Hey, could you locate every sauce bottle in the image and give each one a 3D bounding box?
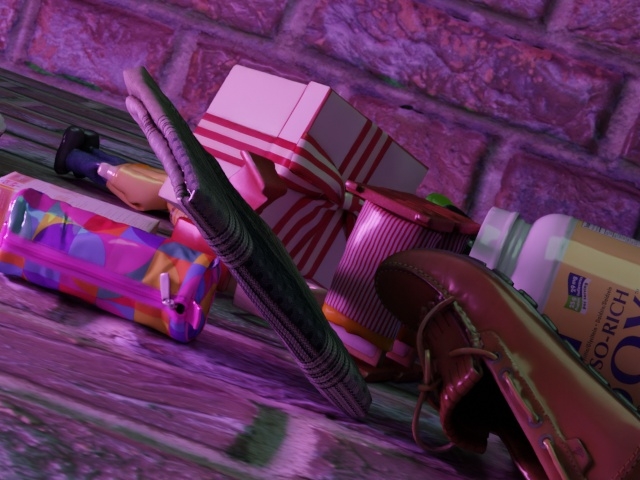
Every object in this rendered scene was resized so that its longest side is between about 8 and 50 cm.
[{"bbox_3d":[-0.172,-0.020,2.267,0.042,0.042,0.128,13,7,-41],"label":"sauce bottle"}]

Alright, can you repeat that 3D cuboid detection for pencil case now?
[{"bbox_3d":[-0.215,0.025,1.588,0.236,0.104,0.104,19,7,10],"label":"pencil case"}]

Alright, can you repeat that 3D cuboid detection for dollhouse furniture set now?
[{"bbox_3d":[-0.023,0.006,1.816,0.374,0.201,0.152,24,9,31],"label":"dollhouse furniture set"}]

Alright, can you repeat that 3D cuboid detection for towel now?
[{"bbox_3d":[-0.085,-0.001,1.548,0.312,0.056,0.324,52,3,-31],"label":"towel"}]

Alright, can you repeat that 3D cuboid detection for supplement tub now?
[{"bbox_3d":[0.315,0.111,1.746,0.331,0.241,0.241,20,7,9],"label":"supplement tub"}]

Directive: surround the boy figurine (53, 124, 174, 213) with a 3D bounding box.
[{"bbox_3d":[-0.272,-0.094,2.384,0.285,0.092,0.177,19,4,26],"label":"boy figurine"}]

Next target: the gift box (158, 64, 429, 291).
[{"bbox_3d":[-0.031,-0.054,2.113,0.255,0.276,0.258,29,-5,-40],"label":"gift box"}]

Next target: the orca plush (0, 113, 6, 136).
[{"bbox_3d":[-0.596,-0.172,2.276,0.287,0.102,0.151,-16,80,-61],"label":"orca plush"}]

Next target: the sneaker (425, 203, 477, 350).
[{"bbox_3d":[0.146,0.093,2.049,0.122,0.146,0.330,43,24,-16],"label":"sneaker"}]

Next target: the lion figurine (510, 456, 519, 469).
[{"bbox_3d":[0.300,0.212,1.499,0.392,0.142,0.240,6,13,9],"label":"lion figurine"}]

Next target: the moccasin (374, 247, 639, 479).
[{"bbox_3d":[0.157,0.138,1.426,0.380,0.147,0.139,49,-17,37],"label":"moccasin"}]

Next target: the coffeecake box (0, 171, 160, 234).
[{"bbox_3d":[-0.290,-0.015,1.802,0.185,0.068,0.142,19,7,-2],"label":"coffeecake box"}]

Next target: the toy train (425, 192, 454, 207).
[{"bbox_3d":[0.156,-0.015,2.329,0.105,0.143,0.248,33,37,5],"label":"toy train"}]
